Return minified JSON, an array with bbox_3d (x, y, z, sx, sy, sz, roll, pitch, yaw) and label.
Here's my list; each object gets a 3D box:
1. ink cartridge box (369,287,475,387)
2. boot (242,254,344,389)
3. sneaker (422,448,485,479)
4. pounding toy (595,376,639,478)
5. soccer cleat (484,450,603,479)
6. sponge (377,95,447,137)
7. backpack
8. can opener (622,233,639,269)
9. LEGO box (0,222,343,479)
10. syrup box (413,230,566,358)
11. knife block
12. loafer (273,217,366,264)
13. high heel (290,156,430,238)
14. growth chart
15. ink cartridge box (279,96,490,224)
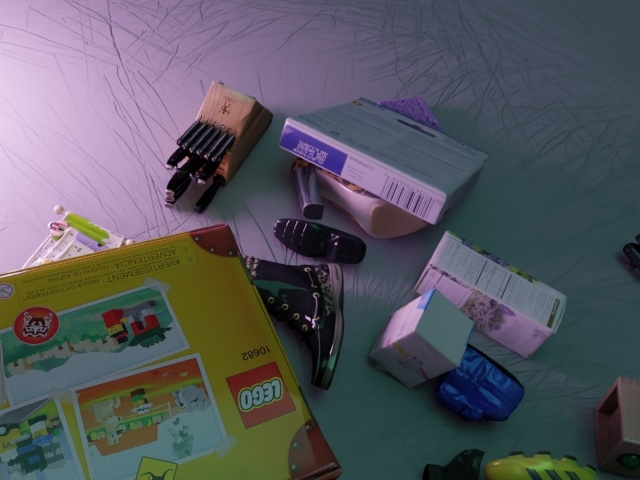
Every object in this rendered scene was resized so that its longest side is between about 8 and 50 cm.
[{"bbox_3d":[0.153,0.159,1.029,0.090,0.143,0.092,40,50,-7],"label":"ink cartridge box"},{"bbox_3d":[-0.055,0.120,1.028,0.178,0.085,0.236,10,44,-6],"label":"boot"},{"bbox_3d":[0.191,0.374,0.920,0.089,0.051,0.170,10,46,-4],"label":"sneaker"},{"bbox_3d":[0.497,0.314,1.019,0.100,0.130,0.141,10,50,7],"label":"pounding toy"},{"bbox_3d":[0.369,0.386,0.927,0.289,0.093,0.121,21,57,-7],"label":"soccer cleat"},{"bbox_3d":[0.212,-0.228,1.412,0.117,0.031,0.210,-11,57,-24],"label":"sponge"},{"bbox_3d":[0.247,0.234,1.021,0.120,0.098,0.101,32,80,10],"label":"backpack"},{"bbox_3d":[0.675,0.073,1.296,0.059,0.073,0.186,-20,70,-38],"label":"can opener"},{"bbox_3d":[-0.286,0.225,0.796,0.500,0.193,0.372,-14,61,-25],"label":"LEGO box"},{"bbox_3d":[0.294,0.094,1.142,0.237,0.093,0.096,29,50,7],"label":"syrup box"},{"bbox_3d":[-0.194,-0.162,1.222,0.088,0.242,0.276,26,5,3],"label":"knife block"},{"bbox_3d":[0.000,0.000,1.164,0.170,0.062,0.061,20,13,7],"label":"loafer"},{"bbox_3d":[0.075,-0.097,1.243,0.261,0.093,0.186,9,37,-18],"label":"high heel"},{"bbox_3d":[-0.390,0.059,1.018,0.172,0.021,0.237,21,51,-1],"label":"growth chart"},{"bbox_3d":[0.137,-0.170,1.262,0.324,0.071,0.330,28,28,17],"label":"ink cartridge box"}]
